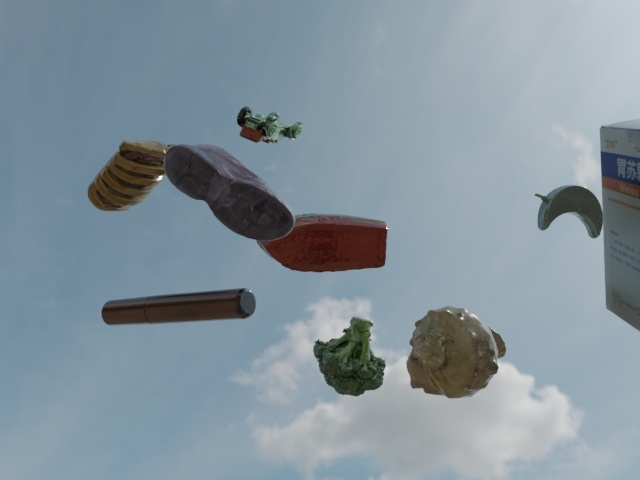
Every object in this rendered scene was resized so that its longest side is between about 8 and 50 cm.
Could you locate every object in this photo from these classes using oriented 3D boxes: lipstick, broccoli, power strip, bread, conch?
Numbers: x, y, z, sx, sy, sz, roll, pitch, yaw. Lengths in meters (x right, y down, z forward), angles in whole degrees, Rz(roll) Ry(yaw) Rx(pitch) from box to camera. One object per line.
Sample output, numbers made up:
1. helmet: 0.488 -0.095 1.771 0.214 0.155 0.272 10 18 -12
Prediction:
1. lipstick: -0.270 0.126 1.029 0.357 0.057 0.057 -7 -52 32
2. broccoli: 0.101 0.390 1.887 0.270 0.270 0.270 15 -87 -6
3. power strip: 0.659 -0.083 1.484 0.216 0.044 0.137 10 -91 -17
4. bread: -0.418 -0.144 1.245 0.225 0.081 0.134 -37 -21 30
5. conch: 0.351 0.304 1.403 0.324 0.186 0.263 17 -59 -23

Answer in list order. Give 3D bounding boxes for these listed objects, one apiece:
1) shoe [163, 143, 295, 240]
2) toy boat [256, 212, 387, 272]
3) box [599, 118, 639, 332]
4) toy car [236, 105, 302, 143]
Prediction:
1. shoe: -0.147 -0.093 0.983 0.245 0.137 0.095 33 -67 -2
2. toy boat: 0.000 0.000 1.405 0.332 0.133 0.145 0 -74 -10
3. box: 0.484 -0.011 0.761 0.107 0.200 0.299 -10 -75 1
4. toy car: -0.092 -0.206 1.014 0.073 0.143 0.054 24 -75 18
